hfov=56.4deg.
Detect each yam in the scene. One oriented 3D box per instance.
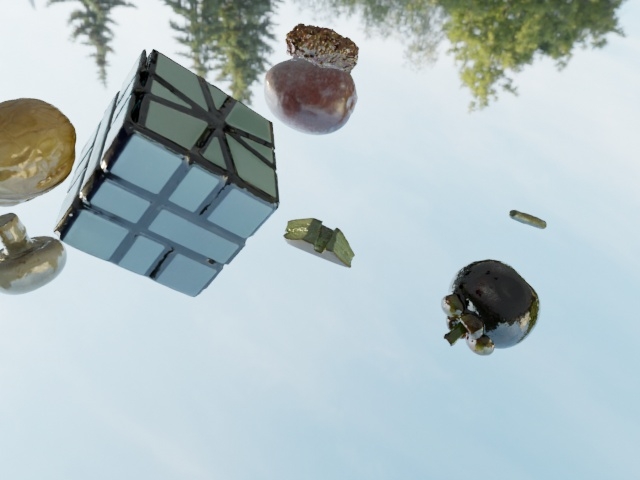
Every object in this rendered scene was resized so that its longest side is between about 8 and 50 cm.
[{"bbox_3d":[0.375,-0.038,1.077,0.116,0.021,0.021,13,-151,-42],"label":"yam"}]

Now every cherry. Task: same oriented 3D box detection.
[{"bbox_3d":[-0.041,-0.531,2.151,0.334,0.292,0.326,5,-159,-9],"label":"cherry"}]

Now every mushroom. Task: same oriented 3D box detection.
[{"bbox_3d":[-0.780,0.044,1.538,0.209,0.206,0.206,44,-155,-27],"label":"mushroom"}]

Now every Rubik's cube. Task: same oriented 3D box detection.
[{"bbox_3d":[-0.266,-0.116,1.075,0.293,0.283,0.289,27,-146,-26],"label":"Rubik's cube"}]

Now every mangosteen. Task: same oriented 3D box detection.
[{"bbox_3d":[0.480,0.206,1.752,0.302,0.275,0.275,-37,-126,-13],"label":"mangosteen"}]

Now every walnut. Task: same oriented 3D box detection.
[{"bbox_3d":[-0.415,-0.122,0.814,0.144,0.144,0.180,26,-147,21],"label":"walnut"}]

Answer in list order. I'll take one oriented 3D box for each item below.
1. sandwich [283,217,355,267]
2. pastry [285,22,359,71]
[{"bbox_3d":[0.000,0.000,1.849,0.244,0.088,0.090,25,-121,1],"label":"sandwich"},{"bbox_3d":[0.010,-0.400,1.249,0.169,0.087,0.063,5,-151,-26],"label":"pastry"}]
